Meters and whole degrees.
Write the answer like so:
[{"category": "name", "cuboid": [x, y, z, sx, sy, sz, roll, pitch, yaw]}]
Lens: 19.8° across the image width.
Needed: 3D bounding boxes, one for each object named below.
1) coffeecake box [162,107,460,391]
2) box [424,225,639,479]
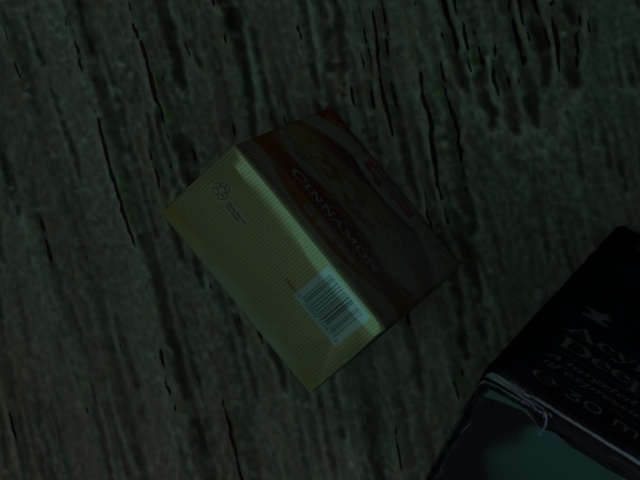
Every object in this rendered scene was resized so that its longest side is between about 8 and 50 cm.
[{"category": "coffeecake box", "cuboid": [0.000, 0.000, 1.162, 0.068, 0.185, 0.142, -41, 87, 21]}, {"category": "box", "cuboid": [0.211, 0.182, 1.015, 0.293, 0.395, 0.212, 31, 108, 10]}]
